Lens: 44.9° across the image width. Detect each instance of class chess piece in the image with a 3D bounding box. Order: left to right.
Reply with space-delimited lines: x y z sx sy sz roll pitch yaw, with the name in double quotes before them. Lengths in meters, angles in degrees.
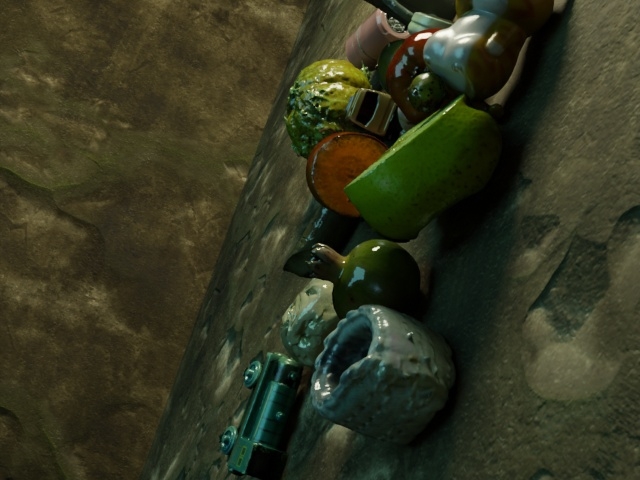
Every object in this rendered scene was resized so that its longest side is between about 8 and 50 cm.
"chess piece" 0.231 -0.357 1.721 0.139 0.139 0.271 -111 35 -67

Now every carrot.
"carrot" 0.059 -0.159 1.790 0.193 0.214 0.331 -52 4 4

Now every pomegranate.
"pomegranate" 0.088 0.068 1.416 0.179 0.210 0.179 -33 23 16
"pomegranate" 0.199 -0.263 1.408 0.073 0.084 0.073 -29 43 32

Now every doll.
"doll" 0.306 -0.375 1.385 0.167 0.162 0.269 38 101 45

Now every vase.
"vase" 0.191 -0.599 1.865 0.156 0.301 0.251 -54 30 37

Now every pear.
"pear" 0.210 -0.132 1.357 0.292 0.159 0.292 -40 3 3

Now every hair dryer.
"hair dryer" 0.211 -0.662 2.195 0.210 0.125 0.352 -27 35 64

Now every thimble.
"thimble" 0.095 0.211 1.248 0.204 0.172 0.250 -69 15 -13

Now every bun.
"bun" -0.006 0.168 1.681 0.229 0.145 0.229 -57 22 37

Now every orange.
"orange" 0.011 -0.357 2.155 0.301 0.223 0.300 126 149 -54

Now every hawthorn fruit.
"hawthorn fruit" 0.240 -0.331 1.576 0.196 0.196 0.225 -59 -13 23

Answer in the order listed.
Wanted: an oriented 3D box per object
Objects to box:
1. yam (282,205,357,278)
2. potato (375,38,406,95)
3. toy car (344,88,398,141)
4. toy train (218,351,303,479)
"yam" 0.000 0.000 1.954 0.259 0.106 0.106 -59 18 23
"potato" 0.197 -0.436 1.922 0.160 0.111 0.271 -62 18 9
"toy car" 0.121 -0.307 1.876 0.256 0.124 0.101 -97 28 -84
"toy train" -0.124 0.403 1.785 0.194 0.120 0.298 -10 58 62
